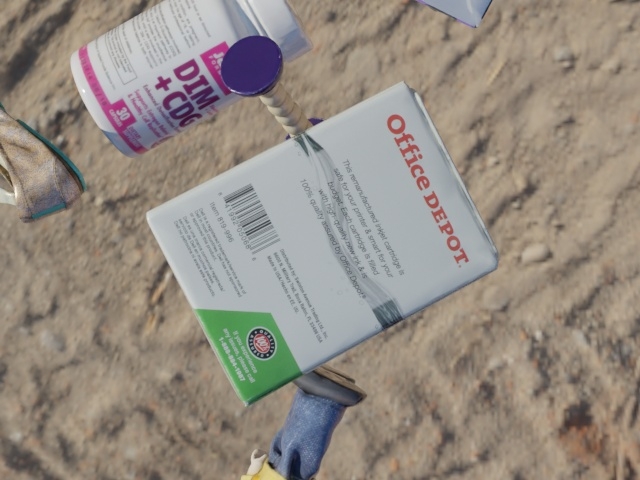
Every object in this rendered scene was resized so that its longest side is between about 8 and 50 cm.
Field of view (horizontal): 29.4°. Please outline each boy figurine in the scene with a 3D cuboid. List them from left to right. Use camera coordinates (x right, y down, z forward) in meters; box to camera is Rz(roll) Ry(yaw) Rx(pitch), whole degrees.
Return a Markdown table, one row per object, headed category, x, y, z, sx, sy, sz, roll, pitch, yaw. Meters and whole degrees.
| category | x | y | z | sx | sy | sz | roll | pitch | yaw |
| --- | --- | --- | --- | --- | --- | --- | --- | --- | --- |
| boy figurine | -0.054 | 0.244 | 1.131 | 0.092 | 0.177 | 0.285 | 26 | 94 | -12 |

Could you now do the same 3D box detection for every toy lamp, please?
| category | x | y | z | sx | sy | sz | roll | pitch | yaw |
| --- | --- | --- | --- | --- | --- | --- | --- | --- | --- |
| toy lamp | -0.034 | -0.138 | 1.399 | 0.080 | 0.080 | 0.274 | -11 | 156 | 17 |

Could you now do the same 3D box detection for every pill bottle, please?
| category | x | y | z | sx | sy | sz | roll | pitch | yaw |
| --- | --- | --- | --- | --- | --- | --- | --- | --- | --- |
| pill bottle | -0.163 | -0.239 | 1.574 | 0.283 | 0.160 | 0.160 | -28 | 120 | 7 |

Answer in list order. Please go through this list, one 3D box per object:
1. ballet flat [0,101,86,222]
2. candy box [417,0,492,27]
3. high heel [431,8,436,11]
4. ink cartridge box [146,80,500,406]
| category | x | y | z | sx | sy | sz | roll | pitch | yaw |
| --- | --- | --- | --- | --- | --- | --- | --- | --- | --- |
| ballet flat | -0.417 | -0.126 | 1.513 | 0.316 | 0.106 | 0.107 | 39 | 157 | 35 |
| candy box | 0.084 | -0.314 | 1.285 | 0.165 | 0.196 | 0.070 | 21 | 111 | -23 |
| high heel | 0.217 | -0.440 | 1.698 | 0.093 | 0.261 | 0.186 | 42 | 82 | 8 |
| ink cartridge box | 0.000 | 0.000 | 0.876 | 0.208 | 0.087 | 0.153 | -27 | 95 | -7 |
